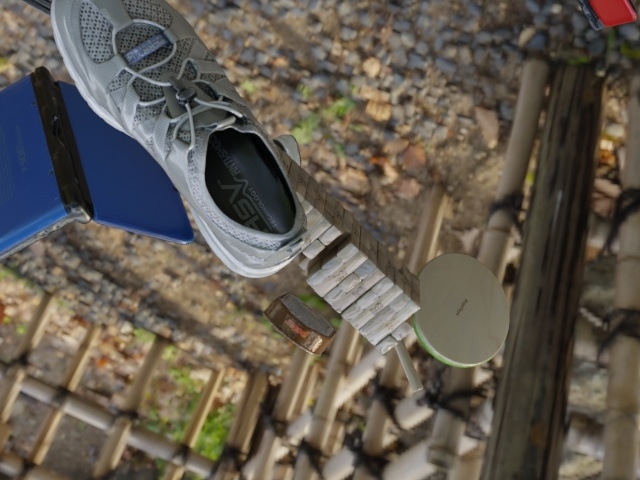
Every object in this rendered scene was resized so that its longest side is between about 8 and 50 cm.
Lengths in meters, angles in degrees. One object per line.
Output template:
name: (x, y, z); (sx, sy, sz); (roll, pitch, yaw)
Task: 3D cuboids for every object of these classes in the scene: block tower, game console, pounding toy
block tower: (0.000, 0.000, 1.510); (0.335, 0.097, 0.091); (43, 110, -15)
game console: (-0.343, -0.077, 1.487); (0.250, 0.293, 0.173); (-29, 138, 5)
game console: (0.315, -0.318, 1.247); (0.085, 0.124, 0.144); (-19, 107, 50)
pounding toy: (0.177, 0.129, 1.769); (0.110, 0.237, 0.182); (-30, 83, 58)

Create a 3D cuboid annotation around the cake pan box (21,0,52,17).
cake pan box: (-0.286, -0.284, 1.182); (0.246, 0.267, 0.070); (24, 101, -31)

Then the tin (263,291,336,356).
tin: (-0.027, 0.122, 1.654); (0.106, 0.040, 0.190); (42, -175, 2)

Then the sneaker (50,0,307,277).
sneaker: (-0.093, -0.100, 0.850); (0.281, 0.105, 0.115); (51, 162, -9)

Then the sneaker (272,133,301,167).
sneaker: (-0.067, -0.064, 1.626); (0.077, 0.178, 0.072); (-9, 172, -36)
